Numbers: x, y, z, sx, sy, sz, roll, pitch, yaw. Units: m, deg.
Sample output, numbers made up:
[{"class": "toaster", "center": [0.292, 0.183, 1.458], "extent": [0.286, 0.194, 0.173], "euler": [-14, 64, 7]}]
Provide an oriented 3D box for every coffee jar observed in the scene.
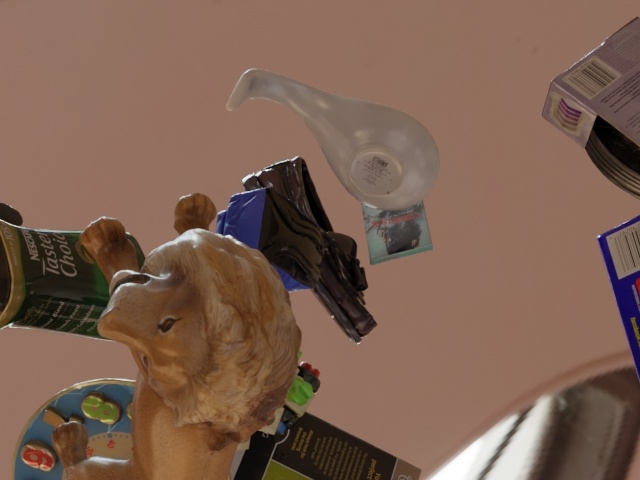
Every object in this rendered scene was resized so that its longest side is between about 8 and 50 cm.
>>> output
[{"class": "coffee jar", "center": [-0.235, 0.032, 1.132], "extent": [0.079, 0.184, 0.096], "euler": [-44, -124, 33]}]

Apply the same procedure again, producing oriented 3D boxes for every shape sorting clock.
[{"class": "shape sorting clock", "center": [-0.179, 0.223, 1.201], "extent": [0.206, 0.206, 0.040], "euler": [58, 12, -8]}]

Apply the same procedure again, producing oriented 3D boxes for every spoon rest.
[{"class": "spoon rest", "center": [0.021, -0.135, 1.682], "extent": [0.276, 0.084, 0.137], "euler": [29, -59, -5]}]

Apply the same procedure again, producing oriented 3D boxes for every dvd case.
[{"class": "dvd case", "center": [0.102, -0.022, 1.817], "extent": [0.119, 0.087, 0.013], "euler": [-96, 169, -47]}]

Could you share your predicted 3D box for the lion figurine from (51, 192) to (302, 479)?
[{"class": "lion figurine", "center": [-0.105, 0.127, 0.973], "extent": [0.240, 0.142, 0.392], "euler": [-121, -152, -42]}]

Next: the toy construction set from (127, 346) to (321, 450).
[{"class": "toy construction set", "center": [-0.125, 0.145, 1.668], "extent": [0.327, 0.151, 0.215], "euler": [38, -7, 48]}]

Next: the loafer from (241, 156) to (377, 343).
[{"class": "loafer", "center": [0.000, 0.000, 1.763], "extent": [0.302, 0.095, 0.109], "euler": [54, -3, 35]}]

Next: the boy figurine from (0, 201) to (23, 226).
[{"class": "boy figurine", "center": [-0.546, 0.059, 2.007], "extent": [0.092, 0.285, 0.177], "euler": [24, 36, -36]}]

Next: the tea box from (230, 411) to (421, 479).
[{"class": "tea box", "center": [-0.080, 0.412, 1.799], "extent": [0.323, 0.329, 0.220], "euler": [27, -43, -4]}]

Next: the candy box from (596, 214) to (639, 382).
[{"class": "candy box", "center": [0.487, 0.130, 1.633], "extent": [0.317, 0.122, 0.268], "euler": [27, 44, -48]}]

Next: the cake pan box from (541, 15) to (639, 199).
[{"class": "cake pan box", "center": [0.417, -0.146, 1.492], "extent": [0.245, 0.267, 0.070], "euler": [40, -30, 24]}]

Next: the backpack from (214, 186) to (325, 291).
[{"class": "backpack", "center": [-0.058, 0.004, 1.537], "extent": [0.101, 0.098, 0.120], "euler": [-9, -28, 40]}]
